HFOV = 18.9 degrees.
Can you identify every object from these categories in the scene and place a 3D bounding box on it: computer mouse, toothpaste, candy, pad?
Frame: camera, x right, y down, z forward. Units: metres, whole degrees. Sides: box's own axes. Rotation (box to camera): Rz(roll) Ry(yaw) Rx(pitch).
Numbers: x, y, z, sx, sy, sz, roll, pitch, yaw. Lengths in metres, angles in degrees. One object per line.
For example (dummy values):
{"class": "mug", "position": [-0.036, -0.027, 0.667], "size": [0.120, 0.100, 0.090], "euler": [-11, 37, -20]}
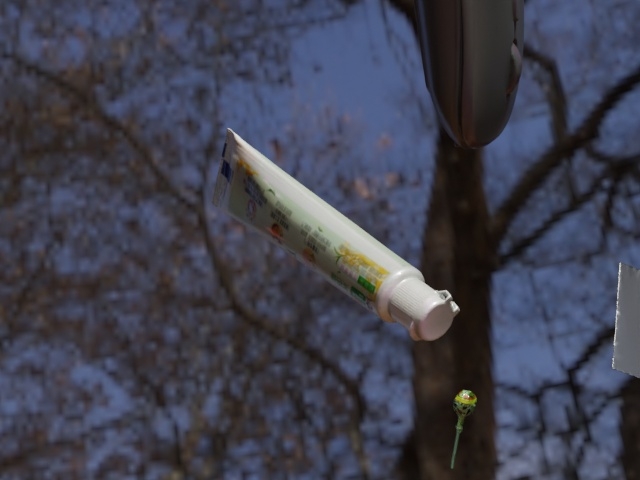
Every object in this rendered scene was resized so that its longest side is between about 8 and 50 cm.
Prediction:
{"class": "computer mouse", "position": [0.094, -0.175, 1.221], "size": [0.057, 0.232, 0.120], "euler": [-6, 8, 23]}
{"class": "toothpaste", "position": [0.000, 0.000, 1.680], "size": [0.058, 0.314, 0.056], "euler": [-47, -43, -8]}
{"class": "candy", "position": [0.143, 0.193, 1.962], "size": [0.023, 0.025, 0.083], "euler": [9, -77, 1]}
{"class": "pad", "position": [0.369, 0.101, 1.849], "size": [0.190, 0.127, 0.004], "euler": [20, -39, -10]}
